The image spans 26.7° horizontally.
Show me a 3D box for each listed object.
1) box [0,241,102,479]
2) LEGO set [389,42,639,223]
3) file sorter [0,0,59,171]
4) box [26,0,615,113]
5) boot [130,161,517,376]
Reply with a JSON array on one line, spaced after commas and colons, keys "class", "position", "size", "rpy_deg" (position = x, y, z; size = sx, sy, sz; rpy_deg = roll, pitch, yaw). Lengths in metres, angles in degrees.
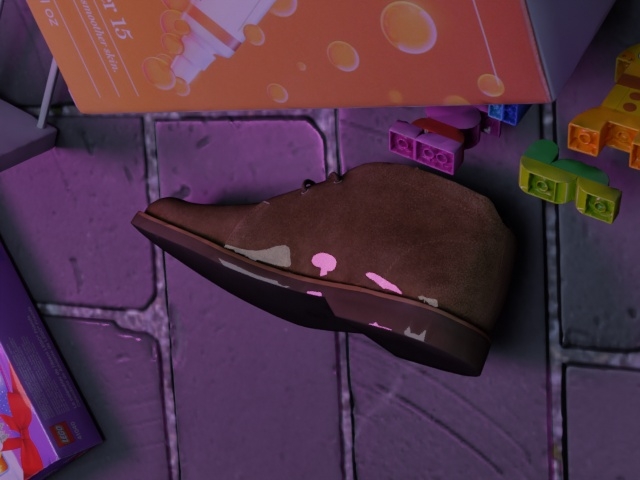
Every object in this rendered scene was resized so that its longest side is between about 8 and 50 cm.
[{"class": "box", "position": [-0.332, 0.095, 1.183], "size": [0.201, 0.057, 0.293], "rpy_deg": [-34, 80, 34]}, {"class": "LEGO set", "position": [0.163, -0.076, 0.818], "size": [0.227, 0.093, 0.087], "rpy_deg": [23, 142, 23]}, {"class": "file sorter", "position": [-0.353, -0.176, 1.026], "size": [0.278, 0.193, 0.173], "rpy_deg": [27, 118, 15]}, {"class": "box", "position": [-0.016, -0.209, 0.805], "size": [0.345, 0.168, 0.215], "rpy_deg": [2, 130, 33]}, {"class": "boot", "position": [0.000, 0.000, 0.943], "size": [0.305, 0.112, 0.115], "rpy_deg": [15, 77, 35]}]
